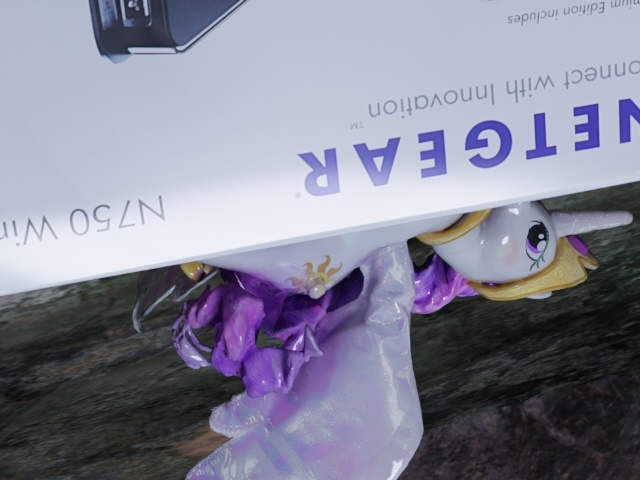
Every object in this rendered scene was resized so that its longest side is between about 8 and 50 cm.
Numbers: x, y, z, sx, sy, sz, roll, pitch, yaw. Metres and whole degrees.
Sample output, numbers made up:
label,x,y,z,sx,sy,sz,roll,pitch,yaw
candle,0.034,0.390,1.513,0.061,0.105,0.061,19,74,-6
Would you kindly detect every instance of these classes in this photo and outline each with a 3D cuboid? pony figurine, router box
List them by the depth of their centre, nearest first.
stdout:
label,x,y,z,sx,sy,sz,roll,pitch,yaw
router box,-0.053,-0.144,0.518,0.335,0.301,0.082,-11,-155,-9
pony figurine,0.000,0.000,1.099,0.351,0.303,0.363,-29,143,10
